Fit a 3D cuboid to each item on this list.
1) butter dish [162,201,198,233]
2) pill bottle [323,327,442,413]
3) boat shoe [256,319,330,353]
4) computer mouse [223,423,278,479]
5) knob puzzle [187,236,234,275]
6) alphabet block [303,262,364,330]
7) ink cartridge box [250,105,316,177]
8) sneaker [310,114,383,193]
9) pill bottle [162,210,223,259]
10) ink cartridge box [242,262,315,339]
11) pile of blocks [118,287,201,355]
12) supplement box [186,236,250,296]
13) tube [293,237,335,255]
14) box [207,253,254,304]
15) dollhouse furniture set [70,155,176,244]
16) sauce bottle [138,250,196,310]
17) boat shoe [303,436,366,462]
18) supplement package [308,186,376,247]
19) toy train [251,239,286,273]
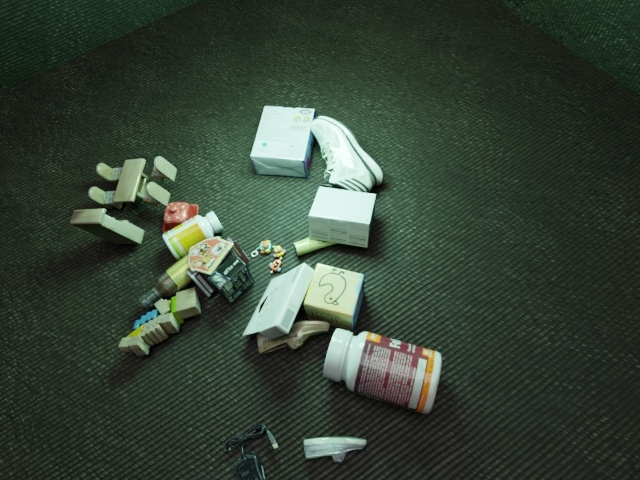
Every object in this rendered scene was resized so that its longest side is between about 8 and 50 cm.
[{"bbox_3d":[-0.667,-0.123,2.072,0.159,0.118,0.160,-2,62,5],"label":"butter dish"},{"bbox_3d":[0.223,0.463,1.617,0.392,0.224,0.224,14,64,12],"label":"pill bottle"},{"bbox_3d":[-0.104,0.385,1.759,0.302,0.109,0.098,-12,66,5],"label":"boat shoe"},{"bbox_3d":[-0.219,0.796,1.574,0.184,0.060,0.262,-30,52,-6],"label":"computer mouse"},{"bbox_3d":[-0.485,0.051,1.867,0.213,0.030,0.213,-12,48,13],"label":"knob puzzle"},{"bbox_3d":[0.061,0.229,1.775,0.197,0.193,0.192,12,62,12],"label":"alphabet block"},{"bbox_3d":[-0.168,-0.521,2.222,0.269,0.151,0.396,6,64,7],"label":"ink cartridge box"},{"bbox_3d":[0.061,-0.374,2.054,0.257,0.169,0.447,-39,80,-27],"label":"sneaker"},{"bbox_3d":[-0.569,-0.029,2.001,0.245,0.136,0.136,-31,64,-12],"label":"pill bottle"},{"bbox_3d":[-0.164,0.252,1.768,0.066,0.261,0.296,39,52,-19],"label":"ink cartridge box"},{"bbox_3d":[-0.648,0.342,1.835,0.362,0.113,0.149,-34,47,-18],"label":"pile of blocks"},{"bbox_3d":[-0.437,0.111,1.911,0.239,0.130,0.073,-41,38,-16],"label":"supplement box"},{"bbox_3d":[0.000,0.000,1.982,0.240,0.062,0.070,-18,96,-11],"label":"tube"},{"bbox_3d":[-0.369,0.164,1.854,0.077,0.180,0.147,38,72,21],"label":"box"},{"bbox_3d":[-0.916,-0.210,2.017,0.362,0.256,0.394,-1,70,22],"label":"dollhouse furniture set"},{"bbox_3d":[-0.623,0.164,1.920,0.344,0.111,0.111,-39,65,-14],"label":"sauce bottle"},{"bbox_3d":[0.053,0.741,1.573,0.227,0.079,0.081,-5,71,8],"label":"boat shoe"},{"bbox_3d":[0.099,-0.107,1.950,0.261,0.145,0.204,9,46,9],"label":"supplement package"},{"bbox_3d":[-0.225,0.064,1.972,0.166,0.046,0.125,32,69,20],"label":"toy train"}]
